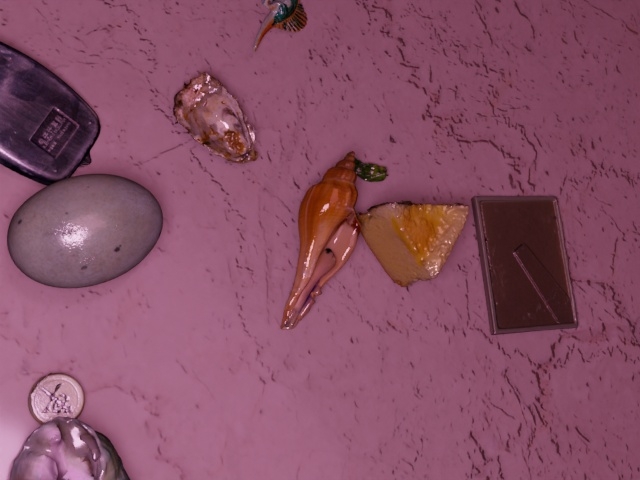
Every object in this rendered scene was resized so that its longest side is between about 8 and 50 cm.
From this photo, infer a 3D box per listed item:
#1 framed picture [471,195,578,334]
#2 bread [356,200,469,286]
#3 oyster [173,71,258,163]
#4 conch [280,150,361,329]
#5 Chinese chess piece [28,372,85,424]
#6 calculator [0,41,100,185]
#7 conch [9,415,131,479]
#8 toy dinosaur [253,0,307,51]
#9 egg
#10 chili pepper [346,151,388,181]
[{"bbox_3d":[0.391,0.044,1.754,0.192,0.018,0.265,-1,77,-21],"label":"framed picture"},{"bbox_3d":[0.157,-0.035,1.618,0.160,0.140,0.169,41,62,-18],"label":"bread"},{"bbox_3d":[-0.173,-0.204,1.585,0.177,0.056,0.105,37,79,-8],"label":"oyster"},{"bbox_3d":[-0.002,-0.001,1.588,0.109,0.093,0.330,22,90,-30],"label":"conch"},{"bbox_3d":[-0.401,0.243,1.398,0.084,0.034,0.084,5,76,-20],"label":"Chinese chess piece"},{"bbox_3d":[-0.479,-0.204,1.471,0.268,0.040,0.177,37,66,-21],"label":"calculator"},{"bbox_3d":[-0.362,0.405,1.306,0.220,0.195,0.277,28,92,-1],"label":"conch"},{"bbox_3d":[-0.067,-0.419,1.689,0.106,0.044,0.187,14,71,-33],"label":"toy dinosaur"},{"bbox_3d":[-0.357,-0.016,1.405,0.236,0.169,0.169,-16,83,-27],"label":"egg"},{"bbox_3d":[0.082,-0.131,1.679,0.091,0.034,0.030,22,37,-13],"label":"chili pepper"}]
